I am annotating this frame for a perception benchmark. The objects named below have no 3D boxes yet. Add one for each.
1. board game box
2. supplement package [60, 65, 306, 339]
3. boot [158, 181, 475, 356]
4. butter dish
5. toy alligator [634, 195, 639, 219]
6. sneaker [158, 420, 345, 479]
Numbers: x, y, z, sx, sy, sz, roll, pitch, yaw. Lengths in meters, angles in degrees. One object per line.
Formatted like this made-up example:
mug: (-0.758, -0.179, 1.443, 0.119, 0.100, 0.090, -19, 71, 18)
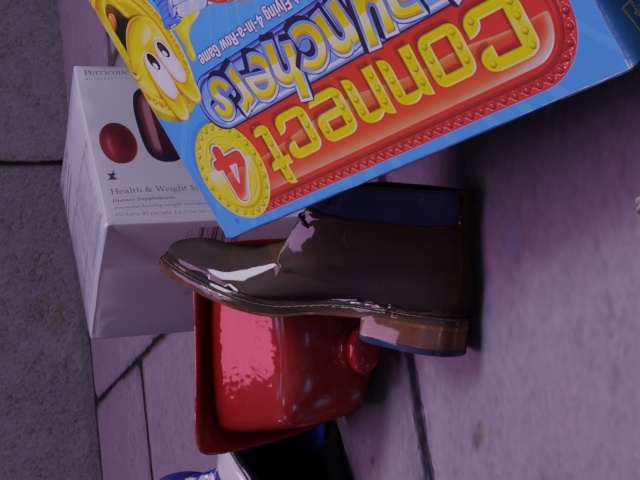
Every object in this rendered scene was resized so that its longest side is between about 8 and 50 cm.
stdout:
board game box: (-0.013, -0.180, 0.562, 0.308, 0.086, 0.302, -22, 101, 51)
supplement package: (-0.123, -0.039, 1.024, 0.149, 0.194, 0.203, 108, 151, -43)
boot: (0.000, 0.000, 0.745, 0.082, 0.219, 0.106, -17, -62, -71)
butter dish: (-0.009, 0.079, 0.851, 0.118, 0.160, 0.159, 2, 93, 37)
toy alligator: (0.166, -0.077, 0.437, 0.189, 0.056, 0.051, 118, 143, -54)
sneaker: (-0.050, 0.223, 0.996, 0.315, 0.128, 0.182, 11, 99, 62)
